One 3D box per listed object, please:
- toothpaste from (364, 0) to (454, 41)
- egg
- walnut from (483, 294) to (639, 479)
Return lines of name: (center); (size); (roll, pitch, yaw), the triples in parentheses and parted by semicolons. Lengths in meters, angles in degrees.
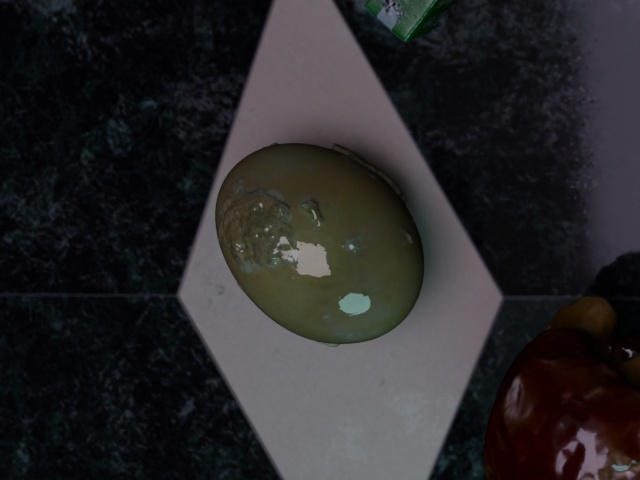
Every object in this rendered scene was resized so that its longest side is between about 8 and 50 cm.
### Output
toothpaste: (0.139, -0.281, 1.271); (0.050, 0.065, 0.266); (42, 115, 6)
egg: (-0.002, 0.003, 1.355); (0.201, 0.164, 0.164); (41, 116, 12)
walnut: (0.225, 0.194, 1.283); (0.244, 0.222, 0.269); (42, 130, 45)
